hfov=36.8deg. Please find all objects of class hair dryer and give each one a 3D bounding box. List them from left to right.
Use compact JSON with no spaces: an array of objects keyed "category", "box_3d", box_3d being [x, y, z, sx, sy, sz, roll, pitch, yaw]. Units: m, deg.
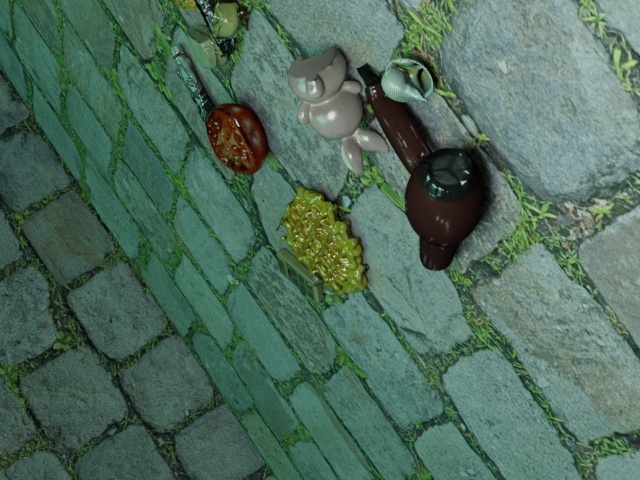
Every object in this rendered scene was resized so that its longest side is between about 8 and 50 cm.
[{"category":"hair dryer","box_3d":[0.143,-0.133,1.571,0.341,0.123,0.312,62,170,19]}]

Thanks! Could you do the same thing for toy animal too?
[{"category":"toy animal","box_3d":[0.024,-0.216,1.659,0.124,0.124,0.213,21,144,55]}]

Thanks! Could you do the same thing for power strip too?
[{"category":"power strip","box_3d":[-0.053,0.081,2.291,0.169,0.028,0.076,39,152,38]}]

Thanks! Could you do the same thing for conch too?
[{"category":"conch","box_3d":[0.136,-0.245,1.462,0.085,0.057,0.076,19,127,11]}]

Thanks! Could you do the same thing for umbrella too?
[{"category":"umbrella","box_3d":[-0.293,-0.355,2.195,0.050,0.046,0.188,-23,100,28]}]

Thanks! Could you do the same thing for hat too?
[{"category":"hat","box_3d":[-0.176,-0.427,1.858,0.077,0.059,0.076,121,149,-54]}]

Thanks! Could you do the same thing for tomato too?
[{"category":"tomato","box_3d":[-0.177,-0.230,2.076,0.174,0.082,0.166,10,133,55]}]

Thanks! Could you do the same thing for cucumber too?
[{"category":"cucumber","box_3d":[-0.215,-0.451,1.918,0.053,0.053,0.182,13,132,59]}]

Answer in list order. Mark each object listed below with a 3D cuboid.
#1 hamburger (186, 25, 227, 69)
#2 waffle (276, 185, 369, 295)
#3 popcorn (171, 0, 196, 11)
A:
[{"category":"hamburger","box_3d":[-0.238,-0.401,2.029,0.121,0.054,0.084,36,153,47]},{"category":"waffle","box_3d":[0.003,-0.001,2.040,0.280,0.060,0.262,26,139,49]},{"category":"popcorn","box_3d":[-0.273,-0.507,1.954,0.082,0.057,0.083,18,133,55]}]
